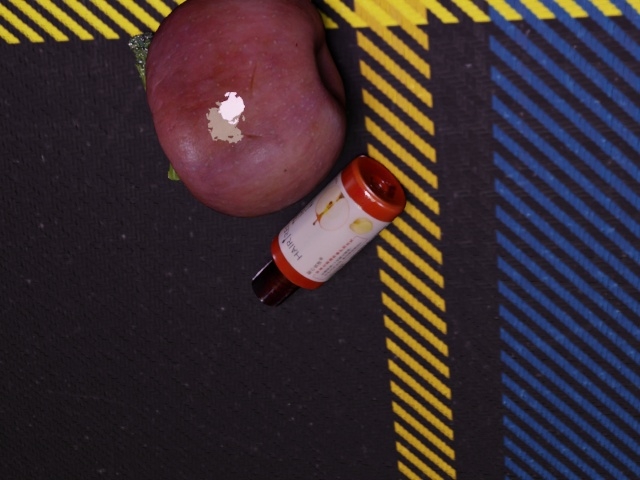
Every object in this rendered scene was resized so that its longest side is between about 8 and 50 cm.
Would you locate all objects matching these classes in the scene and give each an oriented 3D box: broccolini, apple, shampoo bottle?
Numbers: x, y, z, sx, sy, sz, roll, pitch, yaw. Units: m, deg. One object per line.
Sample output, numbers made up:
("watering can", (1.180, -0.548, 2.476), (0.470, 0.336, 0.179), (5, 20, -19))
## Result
("broccolini", (-0.239, -0.198, 1.464), (0.054, 0.051, 0.239), (-3, 123, 11))
("apple", (-0.088, -0.186, 1.290), (0.235, 0.305, 0.305), (-15, 112, 13))
("shampoo bottle", (0.000, 0.000, 1.458), (0.104, 0.104, 0.278), (42, 120, -8))
